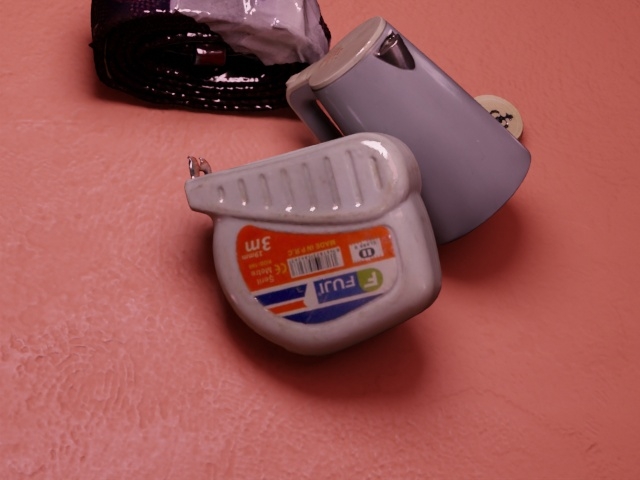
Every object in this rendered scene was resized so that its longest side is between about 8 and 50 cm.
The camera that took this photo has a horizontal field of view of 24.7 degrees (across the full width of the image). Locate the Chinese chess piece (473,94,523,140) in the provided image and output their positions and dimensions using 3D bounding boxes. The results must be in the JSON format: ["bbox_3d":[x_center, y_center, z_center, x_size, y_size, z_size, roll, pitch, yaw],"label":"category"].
[{"bbox_3d":[0.213,-0.144,1.836,0.084,0.034,0.084,7,57,-11],"label":"Chinese chess piece"}]

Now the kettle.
[{"bbox_3d":[0.089,-0.127,1.691,0.243,0.211,0.160,46,58,-16],"label":"kettle"}]

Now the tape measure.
[{"bbox_3d":[0.000,-0.001,1.592,0.243,0.125,0.246,-14,92,16],"label":"tape measure"}]

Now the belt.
[{"bbox_3d":[-0.129,-0.262,1.741,0.289,0.184,0.164,7,52,-16],"label":"belt"}]
